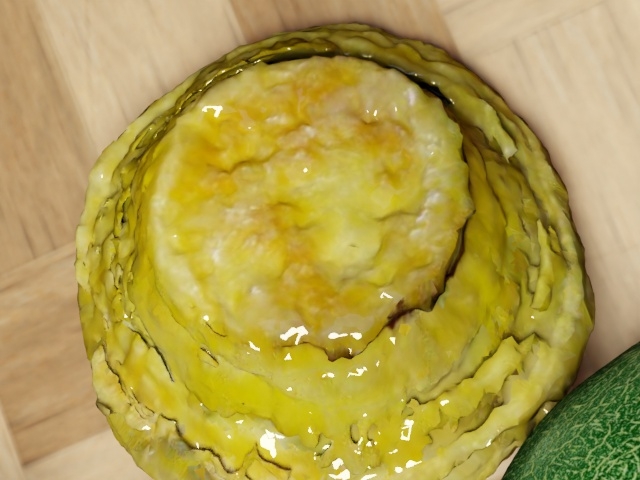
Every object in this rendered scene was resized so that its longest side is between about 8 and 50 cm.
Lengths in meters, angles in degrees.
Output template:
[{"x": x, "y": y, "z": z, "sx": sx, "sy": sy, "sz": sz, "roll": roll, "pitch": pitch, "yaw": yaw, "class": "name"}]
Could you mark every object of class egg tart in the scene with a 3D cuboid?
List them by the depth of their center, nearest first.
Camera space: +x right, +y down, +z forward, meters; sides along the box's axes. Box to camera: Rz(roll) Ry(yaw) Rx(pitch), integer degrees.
[{"x": 0.000, "y": 0.000, "z": 0.792, "sx": 0.294, "sy": 0.123, "sz": 0.294, "roll": -3, "pitch": 60, "yaw": 5, "class": "egg tart"}]

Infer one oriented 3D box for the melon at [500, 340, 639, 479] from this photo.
[{"x": 0.190, "y": 0.126, "z": 0.727, "sx": 0.287, "sy": 0.182, "sz": 0.182, "roll": -30, "pitch": 78, "yaw": -15, "class": "melon"}]
